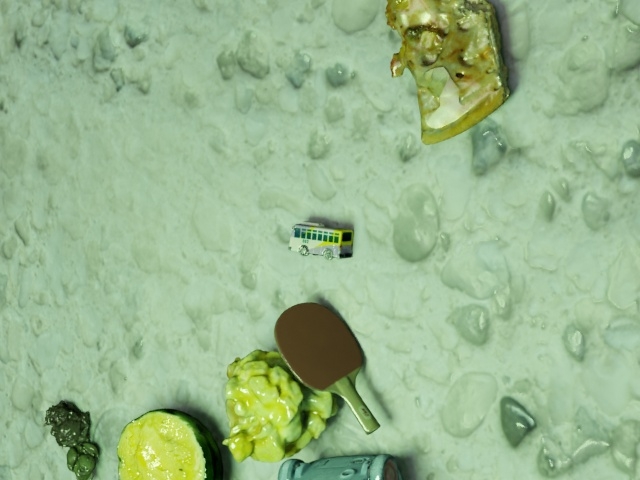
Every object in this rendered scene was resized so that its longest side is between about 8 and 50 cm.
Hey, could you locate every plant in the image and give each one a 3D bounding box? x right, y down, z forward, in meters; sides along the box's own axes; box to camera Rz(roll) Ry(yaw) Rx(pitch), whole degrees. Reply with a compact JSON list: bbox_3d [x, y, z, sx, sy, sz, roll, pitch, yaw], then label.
[{"bbox_3d":[-0.475,0.385,2.197,0.174,0.087,0.085,61,158,20],"label":"plant"}]

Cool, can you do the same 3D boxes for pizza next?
[{"bbox_3d":[0.187,-0.311,1.781,0.189,0.071,0.296,-20,81,31],"label":"pizza"}]

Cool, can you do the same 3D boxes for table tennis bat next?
[{"bbox_3d":[0.018,0.209,1.864,0.246,0.138,0.022,56,144,15],"label":"table tennis bat"}]

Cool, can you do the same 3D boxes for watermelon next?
[{"bbox_3d":[-0.251,0.406,2.028,0.232,0.127,0.204,46,112,24],"label":"watermelon"}]

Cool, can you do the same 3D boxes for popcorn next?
[{"bbox_3d":[-0.083,0.279,1.886,0.167,0.187,0.185,23,88,37],"label":"popcorn"}]

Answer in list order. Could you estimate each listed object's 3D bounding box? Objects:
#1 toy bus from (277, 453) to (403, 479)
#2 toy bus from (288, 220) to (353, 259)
[{"bbox_3d":[0.022,0.478,1.794,0.197,0.294,0.231,-9,104,27],"label":"toy bus"},{"bbox_3d":[0.000,0.000,1.912,0.102,0.052,0.058,9,95,29],"label":"toy bus"}]
